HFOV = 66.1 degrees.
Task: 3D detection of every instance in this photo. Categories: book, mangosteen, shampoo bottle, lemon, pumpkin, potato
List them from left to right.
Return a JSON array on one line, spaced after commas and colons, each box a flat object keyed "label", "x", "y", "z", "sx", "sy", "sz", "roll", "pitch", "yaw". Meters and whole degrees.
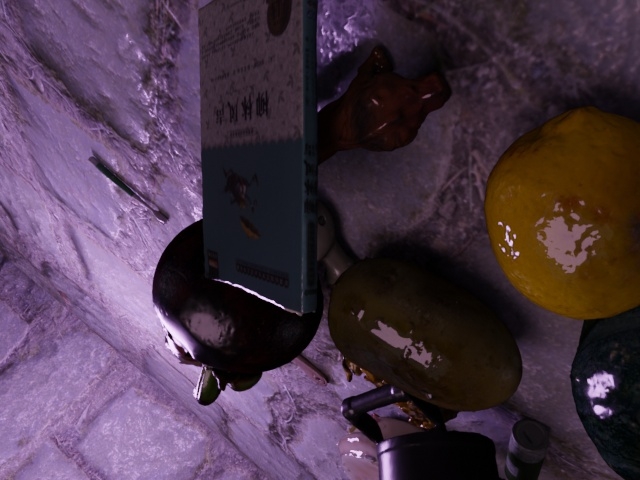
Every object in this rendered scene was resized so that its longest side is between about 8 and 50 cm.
[{"label": "mangosteen", "x": -0.161, "y": 0.123, "z": 0.875, "sx": 0.306, "sy": 0.359, "sz": 0.306, "roll": 34, "pitch": 174, "yaw": 4}, {"label": "book", "x": -0.085, "y": -0.120, "z": 0.604, "sx": 0.264, "sy": 0.031, "sz": 0.379, "roll": 10, "pitch": 102, "yaw": 53}, {"label": "potato", "x": 0.145, "y": 0.135, "z": 0.736, "sx": 0.307, "sy": 0.173, "sz": 0.210, "roll": 25, "pitch": 141, "yaw": 22}, {"label": "shampoo bottle", "x": 0.373, "y": 0.403, "z": 0.904, "sx": 0.065, "sy": 0.065, "sz": 0.204, "roll": 19, "pitch": 140, "yaw": 31}, {"label": "lemon", "x": 0.245, "y": -0.023, "z": 0.468, "sx": 0.170, "sy": 0.170, "sz": 0.207, "roll": -6, "pitch": 116, "yaw": 48}, {"label": "pumpkin", "x": 0.400, "y": 0.168, "z": 0.494, "sx": 0.293, "sy": 0.197, "sz": 0.263, "roll": 48, "pitch": 144, "yaw": -13}]

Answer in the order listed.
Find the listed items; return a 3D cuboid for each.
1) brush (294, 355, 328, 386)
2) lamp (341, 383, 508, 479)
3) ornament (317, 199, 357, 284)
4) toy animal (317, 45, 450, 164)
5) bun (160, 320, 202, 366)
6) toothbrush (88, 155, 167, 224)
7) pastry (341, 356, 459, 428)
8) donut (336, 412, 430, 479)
[{"label": "brush", "x": -0.109, "y": 0.281, "z": 1.259, "sx": 0.313, "sy": 0.067, "sz": 0.072, "roll": 42, "pitch": 146, "yaw": -4}, {"label": "lamp", "x": 0.191, "y": 0.445, "z": 0.800, "sx": 0.374, "sy": 0.272, "sz": 0.205, "roll": 39, "pitch": 132, "yaw": -16}, {"label": "ornament", "x": 0.000, "y": 0.000, "z": 0.819, "sx": 0.075, "sy": 0.081, "sz": 0.156, "roll": -3, "pitch": 130, "yaw": 41}, {"label": "toy animal", "x": 0.024, "y": -0.138, "z": 0.570, "sx": 0.312, "sy": 0.157, "sz": 0.097, "roll": -10, "pitch": 120, "yaw": 49}, {"label": "bun", "x": -0.239, "y": 0.183, "z": 1.112, "sx": 0.282, "sy": 0.205, "sz": 0.281, "roll": 12, "pitch": 115, "yaw": 27}, {"label": "toothbrush", "x": -0.477, "y": -0.124, "z": 1.221, "sx": 0.257, "sy": 0.018, "sz": 0.024, "roll": 40, "pitch": 153, "yaw": 3}, {"label": "pastry", "x": 0.142, "y": 0.244, "z": 0.922, "sx": 0.250, "sy": 0.102, "sz": 0.154, "roll": 40, "pitch": 148, "yaw": 0}, {"label": "donut", "x": 0.219, "y": 0.561, "z": 1.160, "sx": 0.383, "sy": 0.142, "sz": 0.382, "roll": 28, "pitch": 144, "yaw": 23}]
